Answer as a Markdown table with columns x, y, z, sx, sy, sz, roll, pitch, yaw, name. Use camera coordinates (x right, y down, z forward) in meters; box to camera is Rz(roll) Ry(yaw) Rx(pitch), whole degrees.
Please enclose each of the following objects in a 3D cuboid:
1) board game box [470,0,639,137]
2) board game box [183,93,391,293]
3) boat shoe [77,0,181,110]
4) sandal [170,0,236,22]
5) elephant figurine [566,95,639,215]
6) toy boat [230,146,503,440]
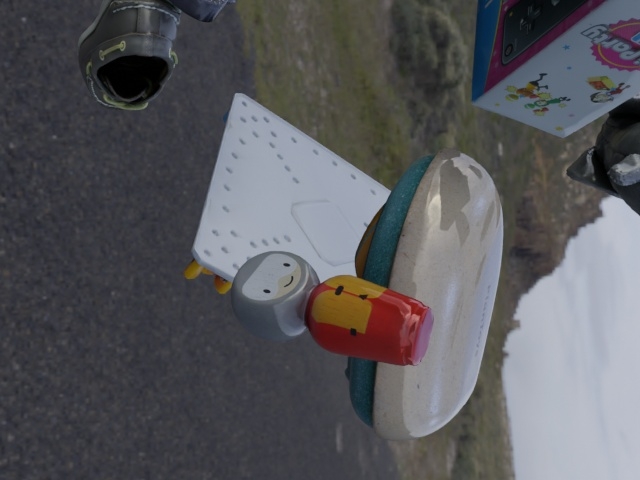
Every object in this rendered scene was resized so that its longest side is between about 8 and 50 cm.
| x | y | z | sx | sy | sz | roll | pitch | yaw | name |
| --- | --- | --- | --- | --- | --- | --- | --- | --- | --- |
| 0.233 | -0.239 | 0.604 | 0.303 | 0.097 | 0.224 | 142 | -41 | -61 | board game box |
| 0.000 | 0.000 | 1.257 | 0.390 | 0.050 | 0.390 | 32 | 35 | -20 | board game box |
| -0.240 | -0.215 | 1.056 | 0.305 | 0.109 | 0.091 | 152 | -59 | -65 | boat shoe |
| -0.122 | -0.307 | 0.988 | 0.097 | 0.054 | 0.254 | 40 | 33 | -5 | sandal |
| 0.391 | -0.109 | 1.062 | 0.186 | 0.169 | 0.239 | 54 | 1 | -33 | elephant figurine |
| 0.054 | 0.046 | 0.731 | 0.318 | 0.148 | 0.268 | -1 | 103 | -67 | toy boat |
